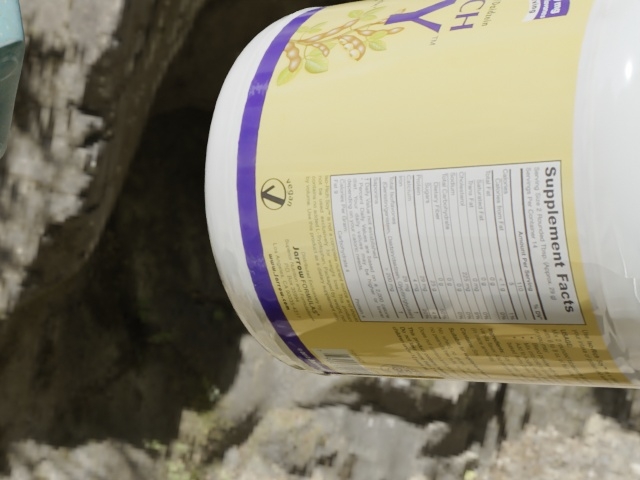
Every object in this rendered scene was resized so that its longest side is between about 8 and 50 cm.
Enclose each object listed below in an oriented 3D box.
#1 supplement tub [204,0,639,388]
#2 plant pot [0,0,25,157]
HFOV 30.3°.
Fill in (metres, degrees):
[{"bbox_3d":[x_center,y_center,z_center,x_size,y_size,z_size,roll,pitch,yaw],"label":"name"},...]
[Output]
[{"bbox_3d":[0.125,-0.035,0.695,0.331,0.241,0.241,-2,2,33],"label":"supplement tub"},{"bbox_3d":[-0.358,-0.157,0.879,0.252,0.248,0.247,45,52,13],"label":"plant pot"}]
